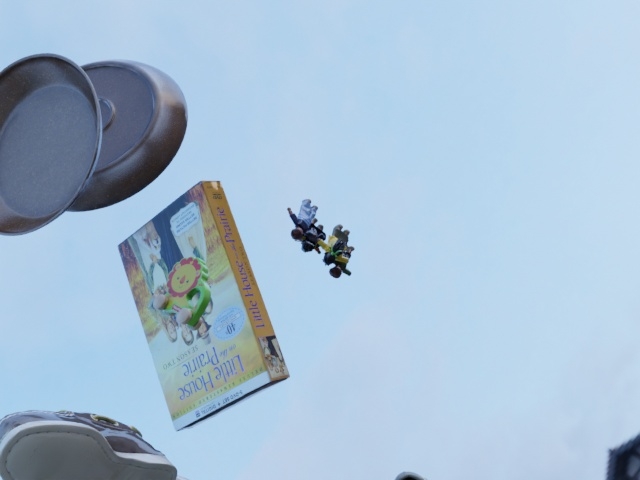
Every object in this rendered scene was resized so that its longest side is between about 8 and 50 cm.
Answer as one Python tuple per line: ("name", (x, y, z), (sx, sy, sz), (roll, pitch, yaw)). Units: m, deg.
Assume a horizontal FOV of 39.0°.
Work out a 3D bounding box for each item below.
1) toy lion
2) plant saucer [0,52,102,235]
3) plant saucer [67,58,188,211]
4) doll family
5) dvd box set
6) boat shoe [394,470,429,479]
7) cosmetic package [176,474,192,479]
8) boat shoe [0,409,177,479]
("toy lion", (-0.193, 0.071, 1.313), (0.034, 0.100, 0.096), (39, -101, -44))
("plant saucer", (-0.301, -0.099, 0.956), (0.199, 0.198, 0.036), (-56, -29, 7))
("plant saucer", (-0.373, -0.189, 1.486), (0.310, 0.310, 0.050), (-40, -31, -13))
("doll family", (0.000, 0.000, 1.859), (0.076, 0.193, 0.111), (-47, 11, 44))
("dvd box set", (-0.246, 0.134, 1.808), (0.307, 0.420, 0.062), (-32, -19, 36))
("boat shoe", (0.166, 0.472, 1.264), (0.109, 0.305, 0.091), (-21, -30, 2))
("cosmetic package", (-0.082, 0.502, 1.421), (0.197, 0.365, 0.155), (105, -175, -70))
("boat shoe", (-0.308, 0.272, 1.156), (0.116, 0.096, 0.324), (-52, -33, -1))
